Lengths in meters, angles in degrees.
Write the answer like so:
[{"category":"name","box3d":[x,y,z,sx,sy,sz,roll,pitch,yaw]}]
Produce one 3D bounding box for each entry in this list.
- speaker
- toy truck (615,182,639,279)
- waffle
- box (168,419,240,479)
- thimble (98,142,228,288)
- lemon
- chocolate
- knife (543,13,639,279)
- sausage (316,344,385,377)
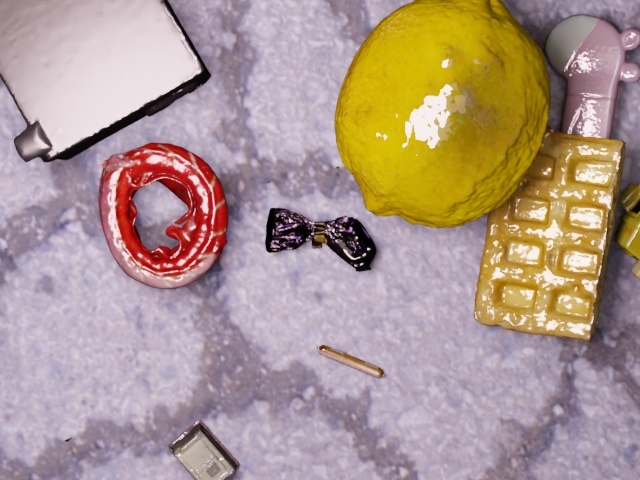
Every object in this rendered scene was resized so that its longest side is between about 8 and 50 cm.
[{"category":"speaker","box3d":[-0.300,-0.240,1.867,0.254,0.184,0.232,-30,93,0]},{"category":"toy truck","box3d":[0.494,-0.007,1.828,0.181,0.405,0.254,41,95,-5]},{"category":"waffle","box3d":[0.301,-0.012,1.951,0.168,0.057,0.274,8,91,22]},{"category":"box","box3d":[-0.154,0.288,1.951,0.060,0.063,0.084,-40,93,-2]},{"category":"thimble","box3d":[-0.200,-0.031,1.908,0.163,0.125,0.189,-17,93,-6]},{"category":"lemon","box3d":[0.156,-0.167,1.863,0.268,0.268,0.321,29,98,-5]},{"category":"chocolate","box3d":[0.000,-0.004,1.964,0.147,0.070,0.072,13,80,-15]},{"category":"knife","box3d":[0.349,-0.102,1.988,0.132,0.038,0.398,7,91,19]},{"category":"sausage","box3d":[0.040,0.162,1.986,0.100,0.015,0.015,22,90,-5]}]
